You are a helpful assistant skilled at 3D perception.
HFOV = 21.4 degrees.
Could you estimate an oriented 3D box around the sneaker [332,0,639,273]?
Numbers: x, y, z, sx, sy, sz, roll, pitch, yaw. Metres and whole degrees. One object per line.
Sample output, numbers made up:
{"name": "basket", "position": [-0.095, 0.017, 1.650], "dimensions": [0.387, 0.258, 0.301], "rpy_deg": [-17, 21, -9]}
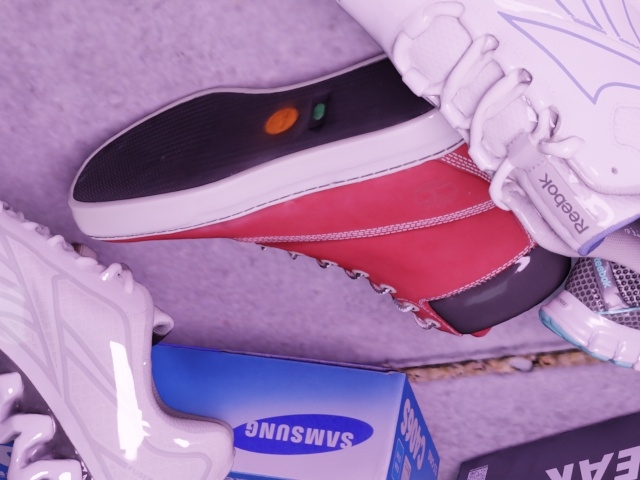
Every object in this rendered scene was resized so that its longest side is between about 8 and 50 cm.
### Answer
{"name": "sneaker", "position": [0.103, -0.071, 0.743], "dimensions": [0.297, 0.129, 0.111], "rpy_deg": [32, 140, -13]}

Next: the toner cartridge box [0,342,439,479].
{"name": "toner cartridge box", "position": [-0.111, 0.121, 1.046], "dimensions": [0.348, 0.075, 0.165], "rpy_deg": [5, 157, 15]}

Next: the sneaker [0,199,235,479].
{"name": "sneaker", "position": [-0.155, 0.035, 0.922], "dimensions": [0.118, 0.110, 0.292], "rpy_deg": [-34, 90, 3]}

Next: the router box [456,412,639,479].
{"name": "router box", "position": [0.265, 0.196, 1.012], "dimensions": [0.309, 0.081, 0.243], "rpy_deg": [-22, 126, 38]}

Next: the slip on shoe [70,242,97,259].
{"name": "slip on shoe", "position": [-0.188, 0.029, 1.037], "dimensions": [0.041, 0.051, 0.135], "rpy_deg": [36, 145, -27]}

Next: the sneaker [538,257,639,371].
{"name": "sneaker", "position": [0.197, 0.036, 0.876], "dimensions": [0.167, 0.065, 0.076], "rpy_deg": [17, 101, -26]}

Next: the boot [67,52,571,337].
{"name": "boot", "position": [0.000, 0.000, 0.901], "dimensions": [0.244, 0.088, 0.176], "rpy_deg": [-10, 133, 26]}
